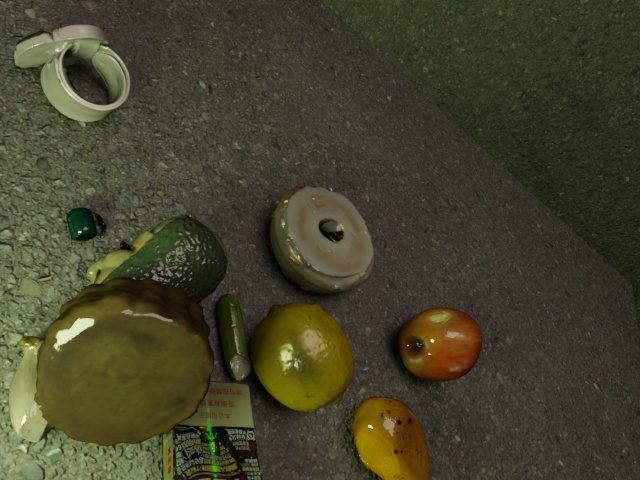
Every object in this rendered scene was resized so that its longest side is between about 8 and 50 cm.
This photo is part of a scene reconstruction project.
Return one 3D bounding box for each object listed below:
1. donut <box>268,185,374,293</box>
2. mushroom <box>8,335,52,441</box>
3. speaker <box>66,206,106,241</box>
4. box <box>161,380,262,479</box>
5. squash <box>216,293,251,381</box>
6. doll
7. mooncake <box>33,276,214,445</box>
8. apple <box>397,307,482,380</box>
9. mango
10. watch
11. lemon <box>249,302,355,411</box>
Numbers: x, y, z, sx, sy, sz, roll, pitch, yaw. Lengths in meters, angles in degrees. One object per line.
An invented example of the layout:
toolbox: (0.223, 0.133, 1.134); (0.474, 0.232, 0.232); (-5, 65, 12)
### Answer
donut: (0.000, 0.000, 1.670); (0.383, 0.142, 0.382); (21, 51, -29)
mushroom: (-0.565, 0.292, 1.055); (0.097, 0.088, 0.212); (11, 49, -34)
speaker: (-0.566, -0.040, 1.291); (0.095, 0.060, 0.075); (-8, 69, -42)
box: (-0.243, 0.463, 1.160); (0.198, 0.084, 0.310); (16, 39, -32)
squash: (-0.227, 0.249, 1.374); (0.069, 0.069, 0.238); (5, 59, -37)
doll: (-0.389, 0.084, 1.250); (0.247, 0.247, 0.349); (46, 54, -6)
mooncake: (-0.379, 0.228, 1.043); (0.324, 0.323, 0.187); (28, 12, -23)
apple: (0.382, 0.333, 1.699); (0.241, 0.242, 0.241); (1, 63, -32)
mango: (0.207, 0.563, 1.467); (0.191, 0.160, 0.290); (-23, 83, -55)
watch: (-0.662, -0.437, 1.422); (0.244, 0.196, 0.231); (-24, 101, -45)
lemon: (-0.045, 0.298, 1.362); (0.284, 0.260, 0.260); (37, 46, -18)
